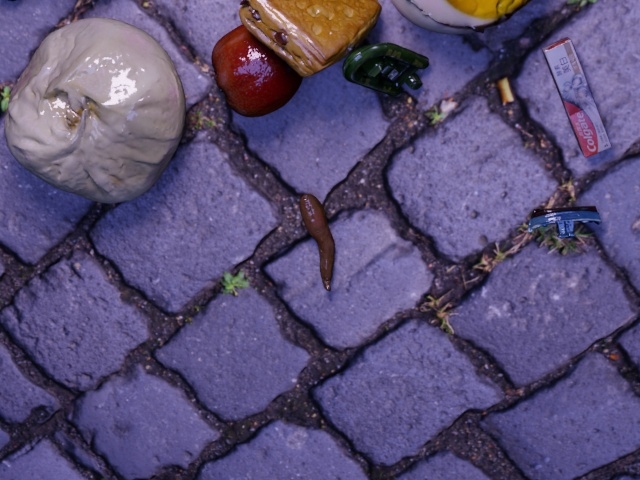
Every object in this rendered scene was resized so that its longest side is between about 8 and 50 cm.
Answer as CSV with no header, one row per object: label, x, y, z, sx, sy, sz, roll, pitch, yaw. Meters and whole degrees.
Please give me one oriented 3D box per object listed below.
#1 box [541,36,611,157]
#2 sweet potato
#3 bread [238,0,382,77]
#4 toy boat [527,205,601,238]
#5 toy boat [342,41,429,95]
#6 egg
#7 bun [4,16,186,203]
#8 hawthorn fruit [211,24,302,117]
box,0.467,-0.259,1.638,0.055,0.039,0.218,-21,107,15
sweet potato,0.000,0.000,1.813,0.050,0.050,0.214,-10,114,13
bread,-0.022,-0.396,1.564,0.210,0.235,0.099,40,142,-3
toy boat,0.465,-0.034,1.718,0.137,0.060,0.061,-2,90,6
toy boat,0.113,-0.308,1.605,0.104,0.210,0.052,-39,65,30
egg,0.230,-0.481,1.525,0.286,0.174,0.264,-38,102,-6
bun,-0.428,-0.233,1.695,0.360,0.213,0.361,3,110,9
hawthorn fruit,-0.102,-0.317,1.640,0.188,0.169,0.169,-17,108,10
